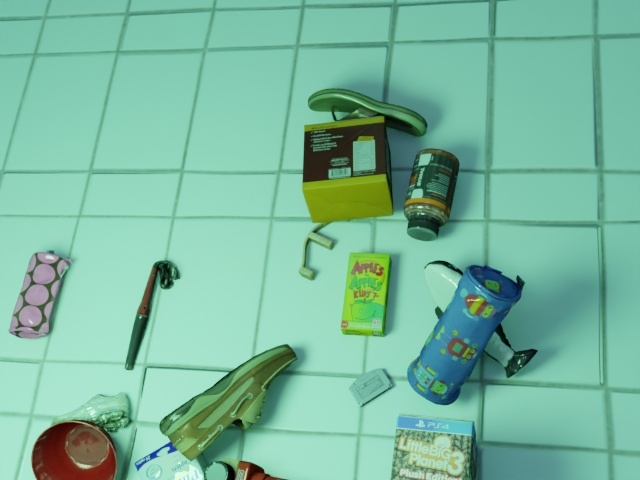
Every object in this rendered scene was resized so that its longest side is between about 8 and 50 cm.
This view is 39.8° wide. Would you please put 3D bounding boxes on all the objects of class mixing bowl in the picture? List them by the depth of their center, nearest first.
[{"bbox_3d":[-0.505,0.451,1.868,0.181,0.098,0.182,1,99,3],"label":"mixing bowl"}]

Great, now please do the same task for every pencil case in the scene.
[{"bbox_3d":[0.282,0.182,1.753,0.119,0.306,0.133,25,30,0],"label":"pencil case"},{"bbox_3d":[-0.658,0.130,2.077,0.098,0.095,0.209,10,69,-1],"label":"pencil case"}]

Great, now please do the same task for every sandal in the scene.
[{"bbox_3d":[0.103,-0.291,2.103,0.302,0.120,0.086,18,84,19],"label":"sandal"}]

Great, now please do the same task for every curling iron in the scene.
[{"bbox_3d":[-0.396,0.167,2.031,0.068,0.035,0.274,13,68,17],"label":"curling iron"}]

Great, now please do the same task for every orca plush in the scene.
[{"bbox_3d":[0.344,0.142,1.854,0.102,0.151,0.287,-27,54,-37],"label":"orca plush"}]

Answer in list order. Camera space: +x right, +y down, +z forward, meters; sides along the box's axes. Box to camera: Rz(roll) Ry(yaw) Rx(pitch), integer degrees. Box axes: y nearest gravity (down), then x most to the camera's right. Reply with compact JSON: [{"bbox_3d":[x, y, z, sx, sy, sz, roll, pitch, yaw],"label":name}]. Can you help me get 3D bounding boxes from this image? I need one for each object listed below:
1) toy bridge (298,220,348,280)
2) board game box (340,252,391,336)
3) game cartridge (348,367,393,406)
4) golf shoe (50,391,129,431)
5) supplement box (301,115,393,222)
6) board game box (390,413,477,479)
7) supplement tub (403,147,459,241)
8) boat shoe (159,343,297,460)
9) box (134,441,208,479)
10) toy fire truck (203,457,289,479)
[{"bbox_3d":[0.000,0.000,2.032,0.063,0.026,0.188,24,71,22],"label":"toy bridge"},{"bbox_3d":[0.101,0.118,1.946,0.092,0.043,0.181,2,66,13],"label":"board game box"},{"bbox_3d":[0.105,0.308,1.871,0.083,0.017,0.056,-31,66,-4],"label":"game cartridge"},{"bbox_3d":[-0.504,0.382,1.949,0.176,0.069,0.086,-10,42,5],"label":"golf shoe"},{"bbox_3d":[0.063,-0.162,2.022,0.191,0.129,0.194,-5,54,9],"label":"supplement box"},{"bbox_3d":[0.208,0.496,1.639,0.141,0.232,0.291,3,65,13],"label":"board game box"},{"bbox_3d":[0.246,-0.100,1.984,0.106,0.106,0.198,8,67,15],"label":"supplement tub"},{"bbox_3d":[-0.179,0.340,1.851,0.324,0.122,0.120,-33,86,-23],"label":"boat shoe"},{"bbox_3d":[-0.297,0.495,1.836,0.126,0.072,0.137,-31,63,-3],"label":"box"},{"bbox_3d":[-0.105,0.559,1.739,0.246,0.158,0.217,2,65,24],"label":"toy fire truck"}]
